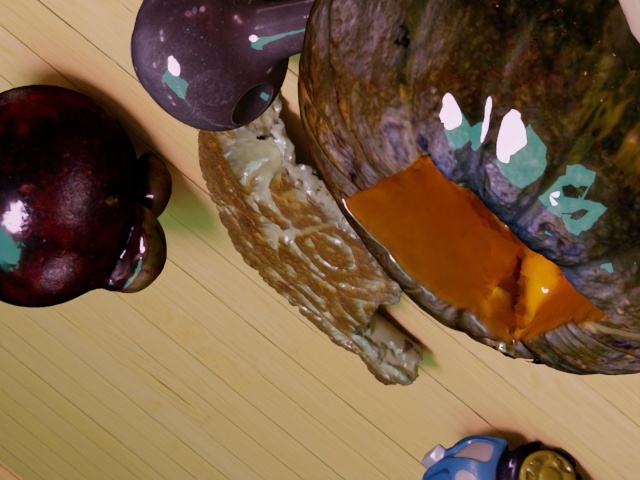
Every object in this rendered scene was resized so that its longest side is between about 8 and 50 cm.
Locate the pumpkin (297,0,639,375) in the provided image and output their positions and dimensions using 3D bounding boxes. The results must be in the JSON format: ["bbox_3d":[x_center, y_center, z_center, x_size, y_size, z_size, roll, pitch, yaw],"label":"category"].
[{"bbox_3d":[0.131,-0.057,1.049,0.320,0.192,0.320,33,156,17],"label":"pumpkin"}]

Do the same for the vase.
[{"bbox_3d":[-0.042,-0.140,1.276,0.183,0.120,0.120,-9,130,40],"label":"vase"}]

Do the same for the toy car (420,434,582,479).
[{"bbox_3d":[0.203,0.309,1.682,0.314,0.166,0.198,39,154,-1],"label":"toy car"}]

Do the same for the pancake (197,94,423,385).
[{"bbox_3d":[0.002,-0.004,1.533,0.197,0.054,0.376,24,155,35],"label":"pancake"}]

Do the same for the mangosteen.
[{"bbox_3d":[-0.237,-0.039,1.654,0.210,0.210,0.210,32,157,16],"label":"mangosteen"}]

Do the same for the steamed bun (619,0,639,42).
[{"bbox_3d":[0.331,-0.071,0.711,0.427,0.189,0.247,7,120,21],"label":"steamed bun"}]
